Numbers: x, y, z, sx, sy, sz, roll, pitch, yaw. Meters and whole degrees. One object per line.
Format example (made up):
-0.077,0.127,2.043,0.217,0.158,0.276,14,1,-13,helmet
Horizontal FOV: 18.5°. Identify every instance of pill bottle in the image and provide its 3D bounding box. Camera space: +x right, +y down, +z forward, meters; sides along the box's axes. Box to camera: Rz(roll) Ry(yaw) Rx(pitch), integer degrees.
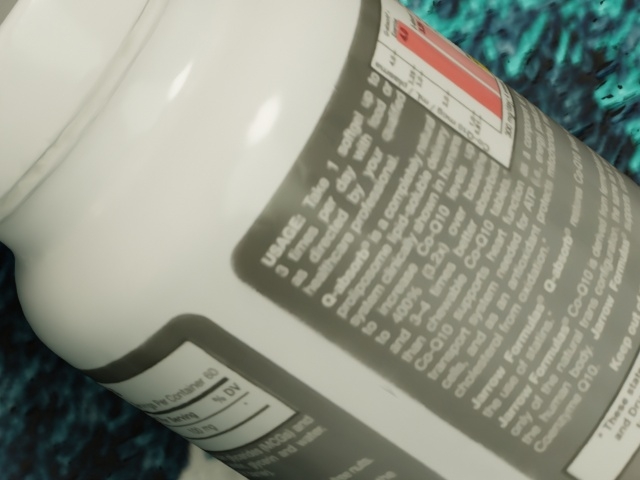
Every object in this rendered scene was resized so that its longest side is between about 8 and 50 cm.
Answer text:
0.000,0.000,0.861,0.363,0.210,0.210,36,82,-20,pill bottle
